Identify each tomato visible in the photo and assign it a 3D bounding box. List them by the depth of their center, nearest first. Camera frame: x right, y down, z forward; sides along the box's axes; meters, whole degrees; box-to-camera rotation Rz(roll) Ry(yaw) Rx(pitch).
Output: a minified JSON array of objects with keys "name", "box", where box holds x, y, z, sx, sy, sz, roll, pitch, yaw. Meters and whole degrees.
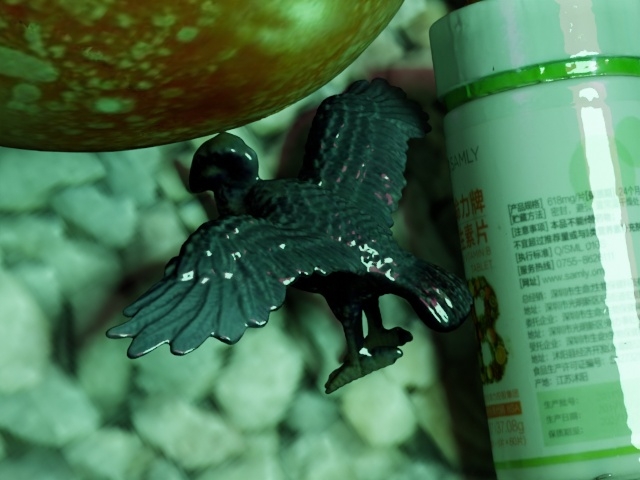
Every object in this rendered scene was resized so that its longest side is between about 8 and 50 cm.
[{"name":"tomato","box":[-0.092,-0.154,0.523,0.270,0.223,0.270,32,50,-47]}]

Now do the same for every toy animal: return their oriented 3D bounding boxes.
[{"name":"toy animal","box":[0.000,0.000,0.623,0.108,0.062,0.220,52,36,-4]}]

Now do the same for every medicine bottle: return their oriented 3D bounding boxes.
[{"name":"medicine bottle","box":[0.096,0.001,0.662,0.086,0.086,0.183,-3,82,-38]}]

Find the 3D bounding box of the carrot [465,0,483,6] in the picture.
[{"name":"carrot","box":[0.095,-0.091,0.742,0.072,0.072,0.205,-15,86,-40]}]
